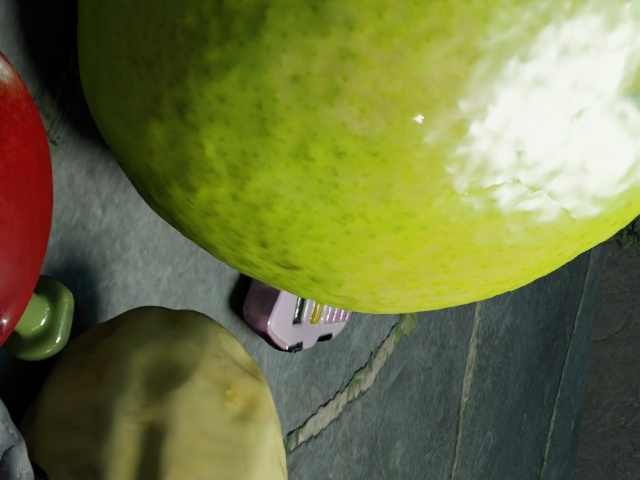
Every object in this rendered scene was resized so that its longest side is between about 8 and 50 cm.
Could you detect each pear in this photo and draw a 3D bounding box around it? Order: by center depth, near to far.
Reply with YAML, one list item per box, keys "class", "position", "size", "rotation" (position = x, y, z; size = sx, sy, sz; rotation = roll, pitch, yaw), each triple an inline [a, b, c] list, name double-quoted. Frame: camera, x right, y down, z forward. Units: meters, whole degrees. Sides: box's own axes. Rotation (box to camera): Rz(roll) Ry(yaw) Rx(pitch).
- class: "pear"
  position: [0.053, -0.136, 0.927]
  size: [0.391, 0.391, 0.391]
  rotation: [13, 90, -71]

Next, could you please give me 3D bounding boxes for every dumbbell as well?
- class: "dumbbell"
  position: [-0.179, 0.032, 0.863]
  size: [0.118, 0.046, 0.052]
  rotation: [47, 53, -67]

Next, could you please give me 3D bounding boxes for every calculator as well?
- class: "calculator"
  position: [-0.001, 0.000, 1.354]
  size: [0.294, 0.043, 0.194]
  rotation: [5, 96, -74]

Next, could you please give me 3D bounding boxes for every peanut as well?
- class: "peanut"
  position: [-0.107, 0.231, 0.938]
  size: [0.192, 0.170, 0.387]
  rotation: [124, -33, -74]

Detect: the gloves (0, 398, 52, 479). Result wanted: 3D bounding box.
- class: "gloves"
  position: [-0.178, 0.134, 0.761]
  size: [0.285, 0.142, 0.119]
  rotation: [60, 32, -25]

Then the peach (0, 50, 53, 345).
- class: "peach"
  position: [-0.193, -0.021, 0.604]
  size: [0.197, 0.197, 0.197]
  rotation: [13, 90, -71]
